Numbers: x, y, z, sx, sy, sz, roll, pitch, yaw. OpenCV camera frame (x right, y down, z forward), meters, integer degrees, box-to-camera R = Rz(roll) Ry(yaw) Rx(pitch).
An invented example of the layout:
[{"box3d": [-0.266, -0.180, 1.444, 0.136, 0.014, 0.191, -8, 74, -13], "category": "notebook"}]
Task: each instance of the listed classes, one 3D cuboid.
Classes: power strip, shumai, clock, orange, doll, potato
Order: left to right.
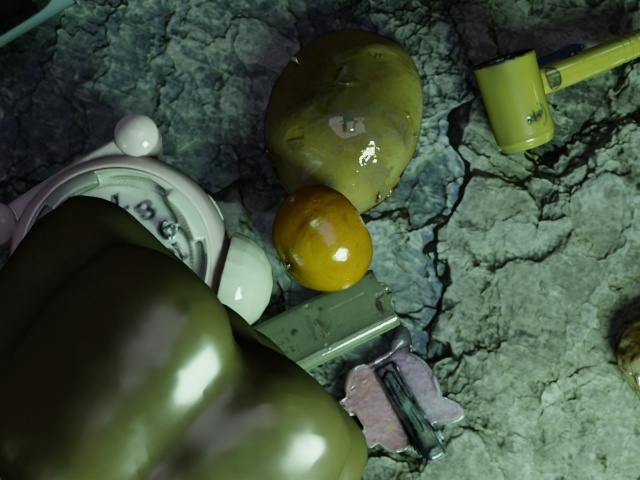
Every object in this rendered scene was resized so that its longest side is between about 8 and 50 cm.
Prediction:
[{"box3d": [-0.269, 0.038, 1.391, 0.342, 0.184, 0.326, -34, 84, -1], "category": "clock"}, {"box3d": [-0.018, 0.134, 1.426, 0.268, 0.034, 0.092, -26, 66, -5], "category": "power strip"}, {"box3d": [0.000, 0.000, 1.400, 0.124, 0.156, 0.156, -34, 79, -7], "category": "orange"}, {"box3d": [0.030, -0.192, 1.471, 0.239, 0.116, 0.299, 16, 77, 9], "category": "potato"}, {"box3d": [0.350, -0.267, 1.524, 0.125, 0.027, 0.037, -22, 79, -7], "category": "doll"}, {"box3d": [0.518, 0.164, 1.368, 0.209, 0.153, 0.161, 14, 85, 0], "category": "shumai"}]

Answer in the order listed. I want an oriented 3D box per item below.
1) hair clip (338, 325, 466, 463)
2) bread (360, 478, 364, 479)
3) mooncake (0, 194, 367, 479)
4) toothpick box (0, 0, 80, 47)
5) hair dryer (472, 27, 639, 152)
[{"box3d": [0.113, 0.232, 1.408, 0.146, 0.056, 0.187, -32, 68, -10], "category": "hair clip"}, {"box3d": [0.072, 0.413, 1.297, 0.338, 0.187, 0.155, 32, 77, 8], "category": "bread"}, {"box3d": [-0.167, 0.176, 1.101, 0.467, 0.467, 0.262, 39, 84, 8], "category": "mooncake"}, {"box3d": [-0.551, -0.370, 1.461, 0.354, 0.263, 0.263, -34, 79, -6], "category": "toothpick box"}, {"box3d": [0.368, -0.237, 1.479, 0.278, 0.090, 0.135, -23, 101, -13], "category": "hair dryer"}]
